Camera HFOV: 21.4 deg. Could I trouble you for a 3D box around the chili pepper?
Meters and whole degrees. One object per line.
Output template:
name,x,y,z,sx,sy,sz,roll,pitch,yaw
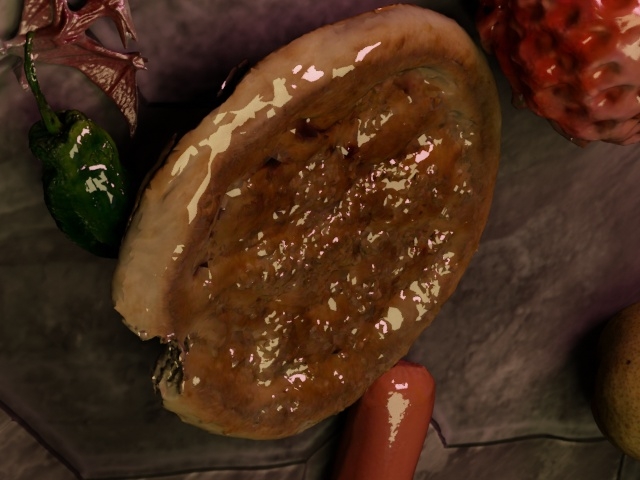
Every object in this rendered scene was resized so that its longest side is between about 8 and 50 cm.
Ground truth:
chili pepper,-0.142,-0.042,1.268,0.279,0.065,0.122,30,90,-49

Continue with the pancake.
pancake,-0.001,-0.001,1.337,0.382,0.071,0.382,-24,132,-30

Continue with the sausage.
sausage,0.051,0.193,1.514,0.077,0.077,0.194,2,117,-27

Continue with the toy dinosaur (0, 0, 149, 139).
toy dinosaur,-0.183,-0.159,1.224,0.108,0.032,0.220,-28,126,-4

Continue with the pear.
pear,0.317,0.132,1.554,0.137,0.167,0.167,2,122,10

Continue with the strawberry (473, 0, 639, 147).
strawberry,0.282,-0.204,1.293,0.265,0.149,0.336,12,133,-41
